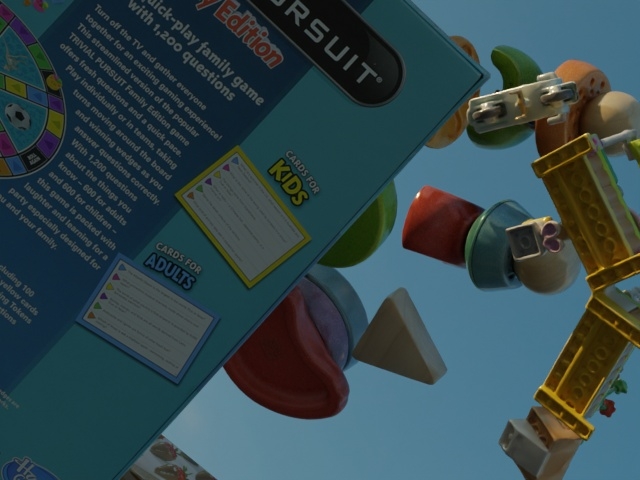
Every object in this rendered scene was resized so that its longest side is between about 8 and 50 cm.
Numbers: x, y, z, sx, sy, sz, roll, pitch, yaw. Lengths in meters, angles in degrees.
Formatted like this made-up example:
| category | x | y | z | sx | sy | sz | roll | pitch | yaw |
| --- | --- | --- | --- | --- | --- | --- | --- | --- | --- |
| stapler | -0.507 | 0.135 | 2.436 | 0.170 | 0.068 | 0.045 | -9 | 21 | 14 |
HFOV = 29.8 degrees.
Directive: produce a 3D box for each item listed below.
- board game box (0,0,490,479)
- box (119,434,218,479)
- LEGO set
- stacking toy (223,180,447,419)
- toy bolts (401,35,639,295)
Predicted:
| category | x | y | z | sx | sy | sz | roll | pitch | yaw |
| --- | --- | --- | --- | --- | --- | --- | --- | --- | --- |
| board game box | -0.119 | -0.048 | 0.635 | 0.254 | 0.336 | 0.079 | 43 | -3 | -5 |
| box | -0.249 | 0.199 | 1.289 | 0.324 | 0.063 | 0.067 | 37 | -49 | 14 |
| LEGO set | 0.190 | 0.027 | 0.818 | 0.132 | 0.107 | 0.287 | 1 | -77 | 42 |
| stacking toy | 0.000 | 0.000 | 1.108 | 0.279 | 0.130 | 0.309 | -7 | -70 | 42 |
| toy bolts | 0.173 | -0.063 | 1.074 | 0.158 | 0.218 | 0.228 | 20 | -84 | 38 |
